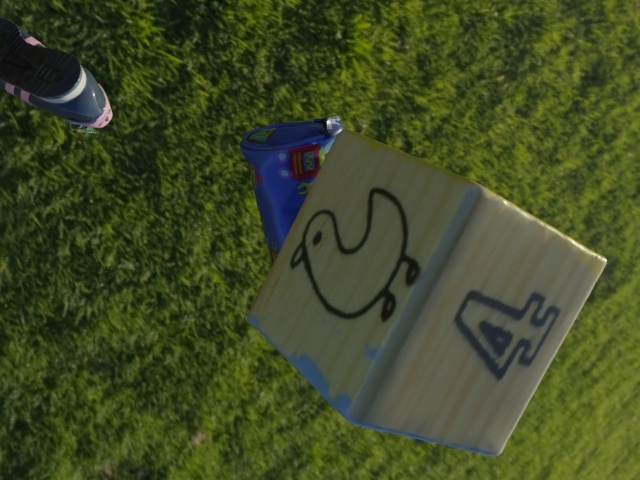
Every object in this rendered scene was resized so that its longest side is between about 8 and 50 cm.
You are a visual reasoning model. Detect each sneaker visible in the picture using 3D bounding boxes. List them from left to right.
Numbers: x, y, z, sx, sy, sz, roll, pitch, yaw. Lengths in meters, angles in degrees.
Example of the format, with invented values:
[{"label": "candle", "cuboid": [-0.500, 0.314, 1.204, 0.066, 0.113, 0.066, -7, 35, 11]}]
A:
[{"label": "sneaker", "cuboid": [-0.477, -0.270, 1.217, 0.112, 0.319, 0.131, -52, 149, -10]}]

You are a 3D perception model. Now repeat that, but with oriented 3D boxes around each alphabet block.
[{"label": "alphabet block", "cuboid": [0.087, 0.043, 0.634, 0.193, 0.192, 0.197, 22, 97, -38]}]

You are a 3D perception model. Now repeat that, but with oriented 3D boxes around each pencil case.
[{"label": "pencil case", "cuboid": [0.000, 0.000, 0.861, 0.133, 0.119, 0.306, -21, 114, -20]}]

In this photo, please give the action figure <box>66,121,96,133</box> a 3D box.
[{"label": "action figure", "cuboid": [-0.624, -0.359, 1.722, 0.063, 0.232, 0.137, -41, 175, -1]}]
